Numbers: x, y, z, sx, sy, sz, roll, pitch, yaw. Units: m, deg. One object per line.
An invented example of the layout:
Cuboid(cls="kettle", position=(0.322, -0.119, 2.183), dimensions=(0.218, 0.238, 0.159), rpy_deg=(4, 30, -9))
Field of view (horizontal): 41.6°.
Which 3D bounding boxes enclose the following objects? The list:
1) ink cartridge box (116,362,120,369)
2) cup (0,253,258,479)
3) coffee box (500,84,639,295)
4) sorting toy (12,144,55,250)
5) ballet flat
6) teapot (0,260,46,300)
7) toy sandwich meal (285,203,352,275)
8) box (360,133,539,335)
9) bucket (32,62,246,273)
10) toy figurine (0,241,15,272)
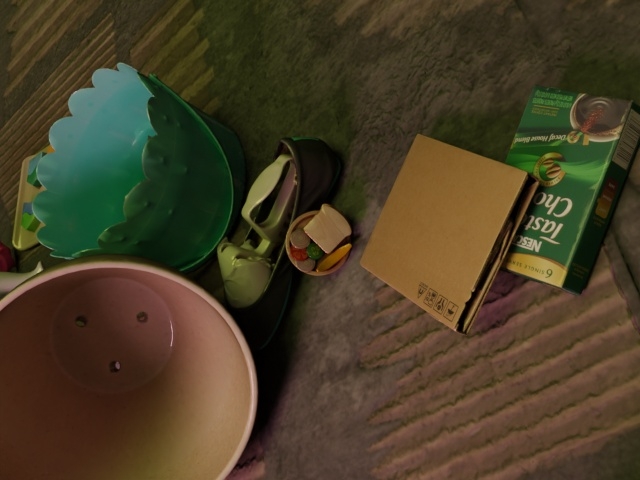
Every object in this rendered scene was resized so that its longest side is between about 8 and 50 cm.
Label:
Cuboid(cls="ink cartridge box", position=(-0.428, 0.292, 1.187), dimensions=(0.131, 0.226, 0.306), rpy_deg=(7, 80, 45))
Cuboid(cls="cup", position=(-0.259, 0.154, 1.043), dimensions=(0.331, 0.331, 0.237), rpy_deg=(-64, 18, 7))
Cuboid(cls="coffee box", position=(0.224, -0.050, 0.802), dimensions=(0.113, 0.040, 0.184), rpy_deg=(23, 93, 46))
Cuboid(cls="sorting toy", position=(-0.490, -0.094, 1.516), dimensions=(0.208, 0.038, 0.193), rpy_deg=(-16, 65, 40))
Cuboid(cls="ballet flat", position=(-0.071, -0.001, 1.034), dimensions=(0.095, 0.096, 0.280), rpy_deg=(23, 93, 47))
Cuboid(cls="teapot", position=(-0.559, 0.188, 1.393), dimensions=(0.256, 0.187, 0.252), rpy_deg=(117, 163, -46))
Cuboid(cls="toy sandwich meal", position=(0.000, 0.000, 0.986), dimensions=(0.085, 0.029, 0.085), rpy_deg=(0, 83, -1))
Cuboid(cls="box", position=(0.123, -0.015, 0.864), dimensions=(0.164, 0.021, 0.201), rpy_deg=(-66, 29, 7))
Cuboid(cls="bucket", position=(-0.249, -0.084, 1.174), dimensions=(0.281, 0.183, 0.281), rpy_deg=(-17, 65, 40))
Cuboid(cls="toy figurine", position=(-0.641, 0.054, 1.575), dimensions=(0.159, 0.130, 0.173), rpy_deg=(5, 101, 36))
